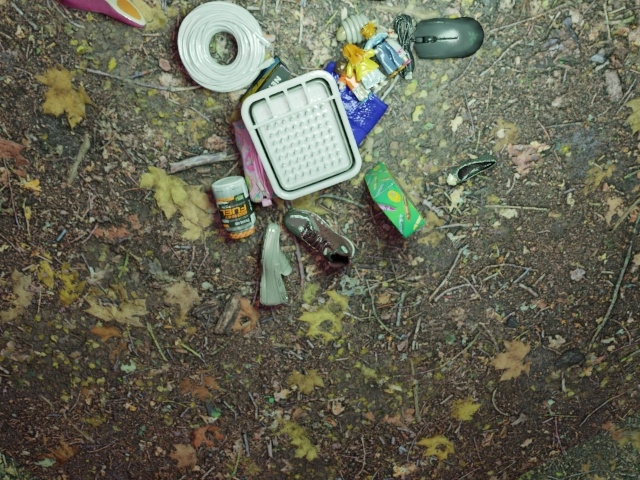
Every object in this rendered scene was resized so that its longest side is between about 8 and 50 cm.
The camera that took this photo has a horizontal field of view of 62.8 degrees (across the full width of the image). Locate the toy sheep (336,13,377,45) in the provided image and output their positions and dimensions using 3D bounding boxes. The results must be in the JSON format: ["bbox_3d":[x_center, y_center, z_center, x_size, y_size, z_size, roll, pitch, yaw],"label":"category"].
[{"bbox_3d":[0.107,-0.631,1.565,0.132,0.091,0.091,-25,110,-6],"label":"toy sheep"}]

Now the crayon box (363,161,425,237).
[{"bbox_3d":[0.228,-0.135,1.654,0.081,0.278,0.165,-38,107,12],"label":"crayon box"}]

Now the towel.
[{"bbox_3d":[0.035,-0.360,1.620,0.227,0.076,0.308,35,106,-9],"label":"towel"}]

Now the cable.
[{"bbox_3d":[-0.293,-0.581,1.578,0.257,0.089,0.257,-34,107,13],"label":"cable"}]

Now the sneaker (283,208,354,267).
[{"bbox_3d":[0.000,0.000,1.768,0.281,0.162,0.106,29,109,-11],"label":"sneaker"}]

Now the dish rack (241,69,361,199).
[{"bbox_3d":[-0.053,-0.311,1.562,0.285,0.072,0.333,-20,112,4],"label":"dish rack"}]

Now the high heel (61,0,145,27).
[{"bbox_3d":[-0.647,-0.684,1.555,0.244,0.082,0.117,26,138,-23],"label":"high heel"}]

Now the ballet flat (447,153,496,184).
[{"bbox_3d":[0.499,-0.236,1.739,0.173,0.049,0.057,-29,108,11],"label":"ballet flat"}]

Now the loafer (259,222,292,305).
[{"bbox_3d":[-0.154,0.086,1.837,0.111,0.112,0.320,1,119,-6],"label":"loafer"}]

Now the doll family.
[{"bbox_3d":[0.155,-0.532,1.507,0.263,0.118,0.163,-44,100,-14],"label":"doll family"}]

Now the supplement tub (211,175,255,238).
[{"bbox_3d":[-0.286,-0.110,1.748,0.117,0.117,0.190,-12,111,4],"label":"supplement tub"}]

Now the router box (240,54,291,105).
[{"bbox_3d":[-0.169,-0.469,1.596,0.046,0.133,0.179,35,108,-28],"label":"router box"}]

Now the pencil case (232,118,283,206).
[{"bbox_3d":[-0.198,-0.259,1.689,0.124,0.124,0.284,-9,111,3],"label":"pencil case"}]

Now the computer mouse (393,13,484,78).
[{"bbox_3d":[0.365,-0.599,1.583,0.272,0.072,0.189,-7,111,3],"label":"computer mouse"}]
